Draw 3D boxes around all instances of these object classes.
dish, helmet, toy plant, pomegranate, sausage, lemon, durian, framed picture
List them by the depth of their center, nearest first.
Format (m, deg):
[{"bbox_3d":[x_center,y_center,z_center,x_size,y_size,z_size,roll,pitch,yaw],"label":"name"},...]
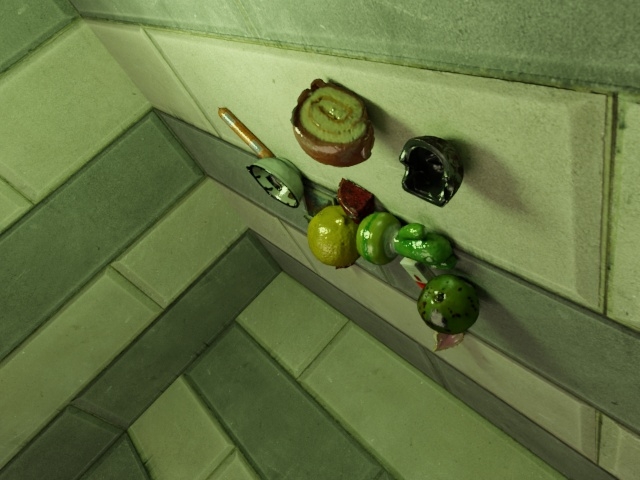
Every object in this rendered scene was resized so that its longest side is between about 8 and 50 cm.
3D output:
[{"bbox_3d":[0.275,-0.175,1.097,0.153,0.107,0.176,36,145,42],"label":"helmet"},{"bbox_3d":[0.288,0.006,1.535,0.316,0.184,0.224,11,153,38],"label":"toy plant"},{"bbox_3d":[0.453,0.226,1.601,0.211,0.211,0.263,31,-179,44],"label":"pomegranate"},{"bbox_3d":[0.068,-0.017,1.859,0.267,0.267,0.267,41,166,12],"label":"lemon"},{"bbox_3d":[0.539,0.403,2.008,0.165,0.132,0.182,3,127,53],"label":"durian"},{"bbox_3d":[-0.172,-0.273,2.028,0.303,0.120,0.303,36,166,11],"label":"dish"},{"bbox_3d":[-0.001,-0.143,2.047,0.250,0.016,0.184,30,142,45],"label":"framed picture"},{"bbox_3d":[-0.333,-0.470,2.066,0.348,0.053,0.053,44,167,-2],"label":"sausage"}]

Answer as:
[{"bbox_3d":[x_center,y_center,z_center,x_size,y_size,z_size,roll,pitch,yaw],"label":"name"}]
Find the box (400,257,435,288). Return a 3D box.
[{"bbox_3d":[0.390,0.130,1.799,0.152,0.048,0.100,46,169,-18],"label":"box"}]

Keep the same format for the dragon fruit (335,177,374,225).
[{"bbox_3d":[0.112,-0.132,1.662,0.161,0.127,0.120,37,157,23],"label":"dragon fruit"}]

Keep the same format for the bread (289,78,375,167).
[{"bbox_3d":[0.042,-0.299,1.241,0.244,0.190,0.123,34,177,24],"label":"bread"}]

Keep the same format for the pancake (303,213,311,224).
[{"bbox_3d":[-0.035,-0.087,2.421,0.129,0.022,0.116,52,162,-28],"label":"pancake"}]

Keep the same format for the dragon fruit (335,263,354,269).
[{"bbox_3d":[0.148,0.127,2.455,0.063,0.097,0.131,45,147,-17],"label":"dragon fruit"}]
